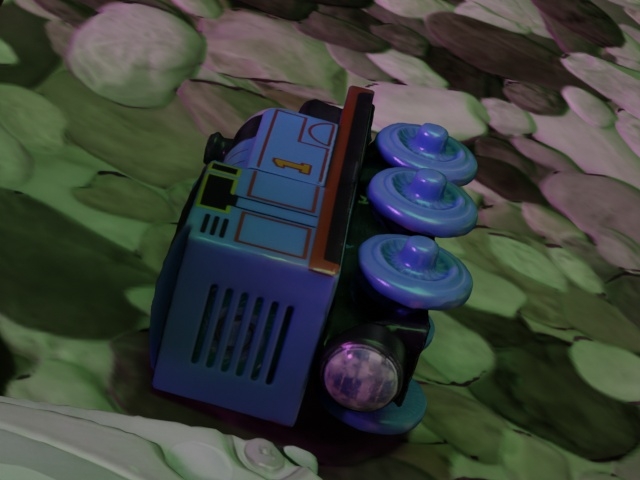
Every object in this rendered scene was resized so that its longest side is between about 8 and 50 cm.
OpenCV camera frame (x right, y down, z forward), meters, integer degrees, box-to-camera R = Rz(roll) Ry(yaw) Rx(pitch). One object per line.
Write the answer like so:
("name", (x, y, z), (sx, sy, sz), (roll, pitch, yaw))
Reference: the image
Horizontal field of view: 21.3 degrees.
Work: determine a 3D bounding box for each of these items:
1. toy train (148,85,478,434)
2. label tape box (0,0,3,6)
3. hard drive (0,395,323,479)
("toy train", (0.000, 0.000, 0.635), (0.105, 0.080, 0.184), (17, 28, -3))
("label tape box", (-0.257, -0.107, 0.455), (0.240, 0.106, 0.333), (30, 5, 9))
("hard drive", (-0.072, 0.151, 0.323), (0.237, 0.064, 0.339), (12, 31, -23))
